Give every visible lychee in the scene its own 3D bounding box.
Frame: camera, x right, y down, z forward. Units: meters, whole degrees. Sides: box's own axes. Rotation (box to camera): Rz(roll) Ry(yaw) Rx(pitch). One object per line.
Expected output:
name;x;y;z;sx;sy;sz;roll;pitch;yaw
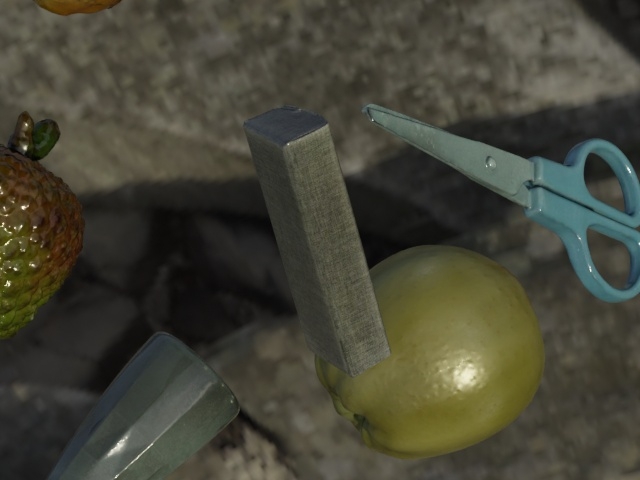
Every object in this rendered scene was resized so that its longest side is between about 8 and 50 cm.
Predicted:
lychee;-0.190;-0.007;1.135;0.114;0.114;0.146;20;85;32

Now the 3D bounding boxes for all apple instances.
apple;0.097;0.099;1.739;0.200;0.200;0.200;-10;49;12

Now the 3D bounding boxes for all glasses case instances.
glasses case;0.000;0.000;1.510;0.047;0.205;0.071;-27;28;-21

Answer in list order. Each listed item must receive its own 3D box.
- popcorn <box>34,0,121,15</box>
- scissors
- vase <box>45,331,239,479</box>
popcorn;-0.146;-0.213;1.026;0.191;0.190;0.253;-51;44;29
scissors;0.205;-0.068;2.130;0.029;0.447;0.192;-21;59;42
vase;-0.160;0.169;1.438;0.214;0.086;0.086;-46;52;-14
